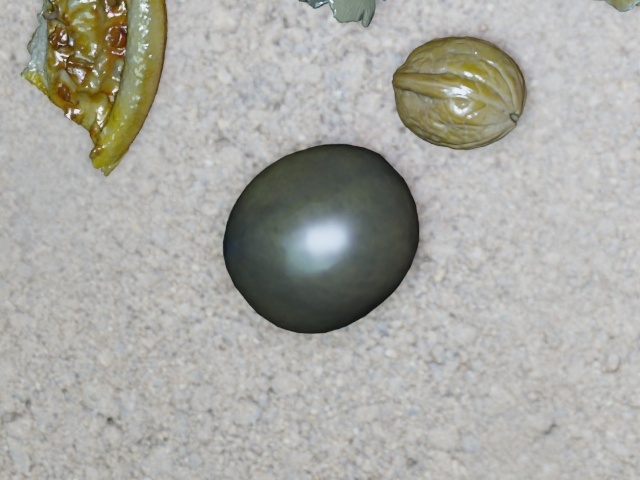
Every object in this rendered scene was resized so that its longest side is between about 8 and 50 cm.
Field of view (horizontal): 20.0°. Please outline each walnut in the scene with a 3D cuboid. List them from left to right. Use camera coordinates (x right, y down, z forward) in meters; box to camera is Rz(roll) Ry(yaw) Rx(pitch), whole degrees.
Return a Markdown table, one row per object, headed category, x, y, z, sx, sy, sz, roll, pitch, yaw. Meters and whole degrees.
| category | x | y | z | sx | sy | sz | roll | pitch | yaw |
| --- | --- | --- | --- | --- | --- | --- | --- | --- | --- |
| walnut | 0.121 | -0.131 | 1.607 | 0.124 | 0.105 | 0.105 | 19 | 115 | 27 |

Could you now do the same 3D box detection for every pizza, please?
| category | x | y | z | sx | sy | sz | roll | pitch | yaw |
| --- | --- | --- | --- | --- | --- | --- | --- | --- | --- |
| pizza | -0.209 | -0.194 | 1.709 | 0.134 | 0.056 | 0.271 | 16 | 113 | 2 |

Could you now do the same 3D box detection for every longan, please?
| category | x | y | z | sx | sy | sz | roll | pitch | yaw |
| --- | --- | --- | --- | --- | --- | --- | --- | --- | --- |
| longan | 0.000 | 0.000 | 1.663 | 0.189 | 0.189 | 0.189 | 6 | 111 | 15 |

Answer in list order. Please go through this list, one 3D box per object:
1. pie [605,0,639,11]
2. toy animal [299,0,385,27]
| category | x | y | z | sx | sy | sz | roll | pitch | yaw |
| --- | --- | --- | --- | --- | --- | --- | --- | --- | --- |
| pie | 0.262 | -0.349 | 1.488 | 0.340 | 0.083 | 0.339 | 5 | 108 | 15 |
| toy animal | -0.019 | -0.299 | 1.600 | 0.214 | 0.094 | 0.186 | 25 | 111 | 15 |
